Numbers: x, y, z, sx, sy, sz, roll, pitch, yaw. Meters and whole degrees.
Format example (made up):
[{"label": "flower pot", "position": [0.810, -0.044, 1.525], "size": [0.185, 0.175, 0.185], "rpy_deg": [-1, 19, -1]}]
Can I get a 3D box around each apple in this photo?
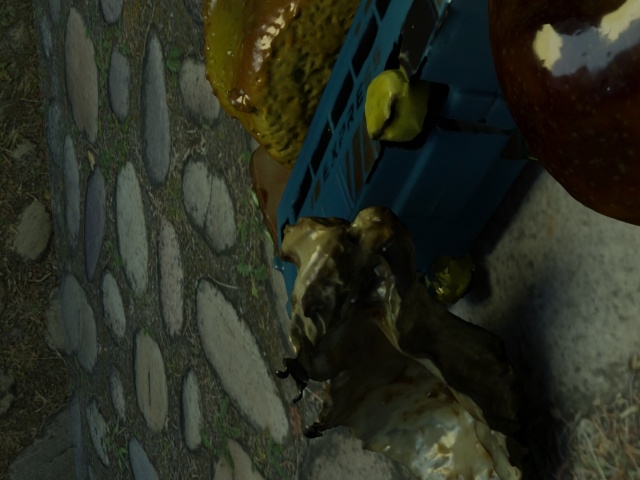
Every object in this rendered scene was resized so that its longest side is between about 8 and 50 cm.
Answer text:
[{"label": "apple", "position": [0.194, -0.112, 0.457], "size": [0.230, 0.230, 0.230], "rpy_deg": [21, 114, 59]}]

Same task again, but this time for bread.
[{"label": "bread", "position": [-0.026, -0.203, 0.872], "size": [0.260, 0.147, 0.160], "rpy_deg": [-52, 46, 23]}]

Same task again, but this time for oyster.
[{"label": "oyster", "position": [0.056, 0.105, 0.750], "size": [0.197, 0.337, 0.133], "rpy_deg": [-9, 47, 30]}]

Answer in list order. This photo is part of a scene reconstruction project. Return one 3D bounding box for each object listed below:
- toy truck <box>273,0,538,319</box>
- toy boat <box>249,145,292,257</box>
[{"label": "toy truck", "position": [0.078, -0.075, 0.770], "size": [0.385, 0.161, 0.162], "rpy_deg": [114, 151, -45]}, {"label": "toy boat", "position": [-0.003, -0.001, 0.995], "size": [0.293, 0.108, 0.099], "rpy_deg": [67, -168, 22]}]
